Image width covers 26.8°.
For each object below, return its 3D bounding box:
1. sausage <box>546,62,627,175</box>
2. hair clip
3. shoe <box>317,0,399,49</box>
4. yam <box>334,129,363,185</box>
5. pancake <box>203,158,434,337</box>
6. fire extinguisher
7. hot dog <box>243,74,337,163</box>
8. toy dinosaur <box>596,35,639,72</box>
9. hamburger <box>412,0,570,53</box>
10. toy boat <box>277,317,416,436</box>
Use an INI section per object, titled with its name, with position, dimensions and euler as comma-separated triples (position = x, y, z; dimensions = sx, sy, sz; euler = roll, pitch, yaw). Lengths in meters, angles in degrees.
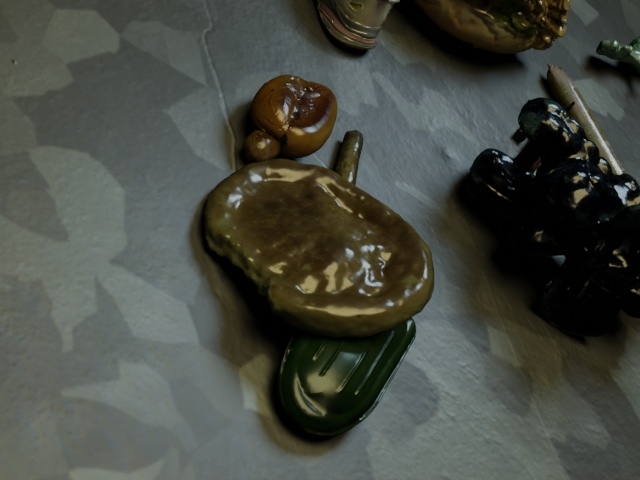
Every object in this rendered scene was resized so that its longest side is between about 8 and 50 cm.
[sausage]
position = 0.362, -0.129, 1.772
dimensions = 0.033, 0.033, 0.269
euler = -2, 58, -42
[hair clip]
position = 0.325, -0.023, 1.535
dimensions = 0.310, 0.194, 0.206
euler = 27, 36, -19
[shoe]
position = 0.039, -0.320, 1.611
dimensions = 0.089, 0.092, 0.180
euler = 8, 52, -36
[yam]
position = 0.022, -0.038, 1.401
dimensions = 0.029, 0.027, 0.234
euler = 12, 45, -1
[pancake]
position = 0.000, -0.001, 1.297
dimensions = 0.222, 0.042, 0.236
euler = -5, 43, -24
[fire extinguisher]
position = 0.276, -0.133, 1.707
dimensions = 0.049, 0.035, 0.173
euler = 13, 33, 22
[hot dog]
position = -0.033, -0.125, 1.411
dimensions = 0.090, 0.060, 0.140
euler = 31, 34, -10
[toy dinosaur]
position = 0.544, -0.276, 2.020
dimensions = 0.129, 0.076, 0.383
euler = 36, 26, 29
[hamburger]
position = 0.209, -0.357, 1.756
dimensions = 0.286, 0.146, 0.243
euler = 24, 37, -14
[toy boat]
position = 0.024, 0.104, 1.263
dimensions = 0.104, 0.052, 0.210
euler = 43, 40, -6
